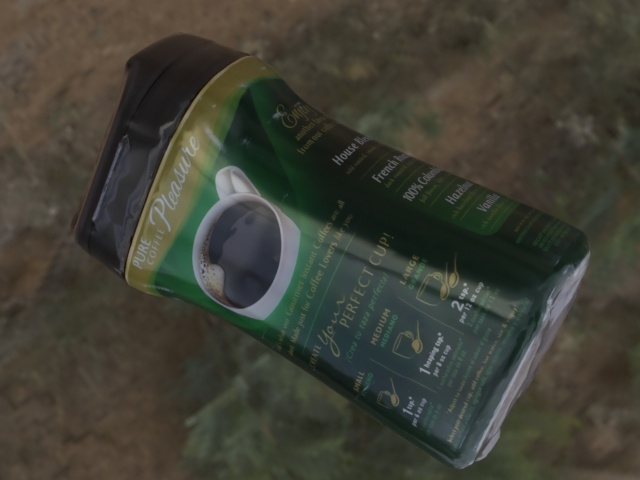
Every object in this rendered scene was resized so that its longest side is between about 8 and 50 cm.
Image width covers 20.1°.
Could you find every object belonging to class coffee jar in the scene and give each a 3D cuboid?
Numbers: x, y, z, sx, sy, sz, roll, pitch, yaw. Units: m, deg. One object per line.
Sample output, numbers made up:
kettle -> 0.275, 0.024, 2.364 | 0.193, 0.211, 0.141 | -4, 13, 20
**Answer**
coffee jar -> 0.000, 0.000, 0.669 | 0.079, 0.184, 0.096 | -43, 159, -60
